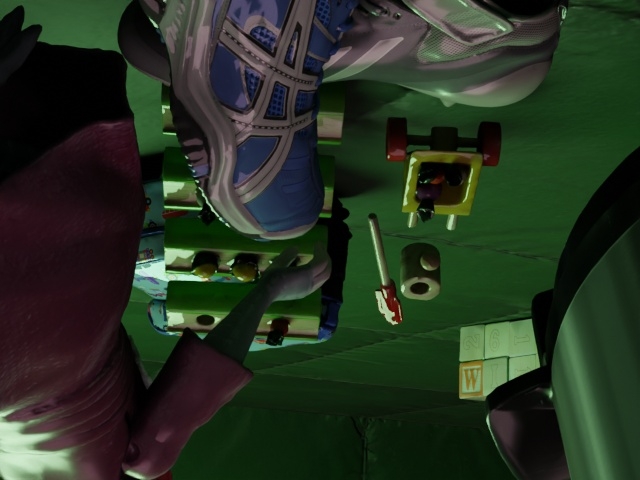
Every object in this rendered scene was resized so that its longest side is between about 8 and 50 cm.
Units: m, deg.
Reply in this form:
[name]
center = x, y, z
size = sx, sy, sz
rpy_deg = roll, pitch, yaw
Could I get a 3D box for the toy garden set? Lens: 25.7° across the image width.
[toy garden set]
center = 0.000, 0.000, 0.902
size = 0.203, 0.049, 0.244
rpy_deg = 3, 140, -2

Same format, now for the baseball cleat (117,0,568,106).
[baseball cleat]
center = 0.009, -0.111, 0.642
size = 0.206, 0.072, 0.109
rpy_deg = 1, 152, -4

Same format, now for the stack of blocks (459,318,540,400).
[stack of blocks]
center = 0.321, 0.139, 1.618
size = 0.171, 0.087, 0.297
rpy_deg = 12, 164, -36

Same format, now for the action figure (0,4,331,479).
[action figure]
center = -0.143, 0.067, 0.755
size = 0.248, 0.276, 0.370
rpy_deg = -3, 140, 15

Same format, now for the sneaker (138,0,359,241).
[sneaker]
center = -0.021, -0.080, 0.576
size = 0.081, 0.080, 0.211
rpy_deg = -9, 135, 7

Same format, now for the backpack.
[backpack]
center = -0.081, 0.011, 1.065
size = 0.158, 0.117, 0.173
rpy_deg = -8, 161, 36

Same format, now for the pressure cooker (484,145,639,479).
[pressure cooker]
center = 0.317, 0.100, 0.747
size = 0.370, 0.420, 0.375
rpy_deg = 13, 131, -17
